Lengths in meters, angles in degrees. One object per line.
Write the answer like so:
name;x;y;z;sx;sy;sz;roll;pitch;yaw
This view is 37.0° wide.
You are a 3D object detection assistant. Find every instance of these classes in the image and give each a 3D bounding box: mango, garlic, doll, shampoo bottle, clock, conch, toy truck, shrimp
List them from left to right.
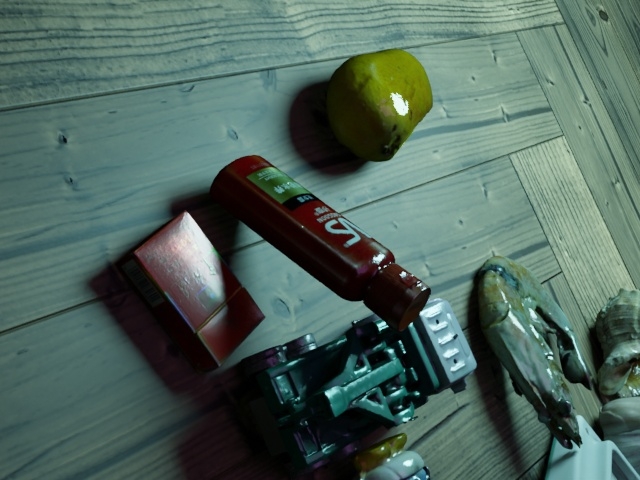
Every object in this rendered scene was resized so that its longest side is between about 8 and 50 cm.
shampoo bottle;0.000;-0.001;1.244;0.314;0.076;0.118;37;24;21
toy truck;0.055;0.184;1.248;0.363;0.178;0.176;-17;82;-50
mango;0.100;-0.227;1.537;0.167;0.130;0.262;52;37;-5
doll;0.139;0.410;1.240;0.177;0.141;0.314;-15;77;-53
shrimp;0.375;0.182;1.616;0.247;0.085;0.360;10;51;-41
clock;0.477;0.444;1.557;0.262;0.116;0.231;52;34;-12
conch;0.599;0.191;1.805;0.178;0.163;0.245;32;79;-10
garlic;0.628;0.352;1.721;0.257;0.207;0.207;-9;71;-1

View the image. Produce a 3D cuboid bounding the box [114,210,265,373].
box;-0.158;0.063;1.187;0.175;0.048;0.112;54;42;-10
